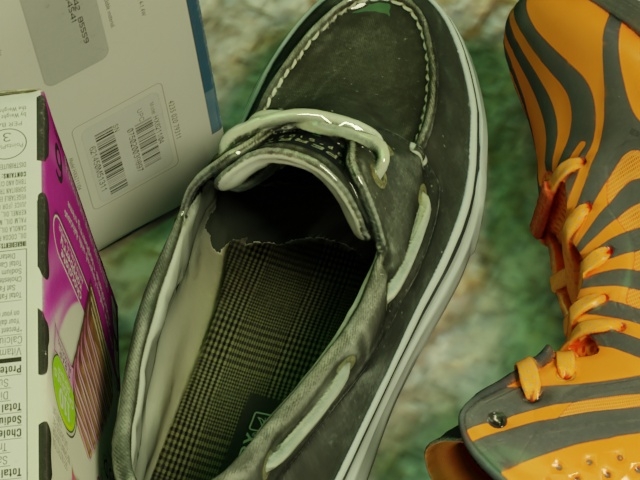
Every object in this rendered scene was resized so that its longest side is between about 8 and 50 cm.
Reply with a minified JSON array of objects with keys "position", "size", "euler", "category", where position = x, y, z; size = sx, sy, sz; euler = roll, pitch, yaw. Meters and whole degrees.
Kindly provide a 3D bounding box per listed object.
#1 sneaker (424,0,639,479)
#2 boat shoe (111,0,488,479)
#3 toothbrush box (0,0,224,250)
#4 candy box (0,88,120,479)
[{"position":[0.111,0.025,0.755],"size":[0.180,0.125,0.321],"euler":[-21,55,-10],"category":"sneaker"},{"position":[0.000,0.000,0.788],"size":[0.121,0.119,0.335],"euler":[7,55,11],"category":"boat shoe"},{"position":[-0.177,-0.156,0.862],"size":[0.126,0.216,0.295],"euler":[-30,56,-17],"category":"toothbrush box"},{"position":[-0.120,0.081,0.717],"size":[0.071,0.159,0.233],"euler":[-7,54,2],"category":"candy box"}]
